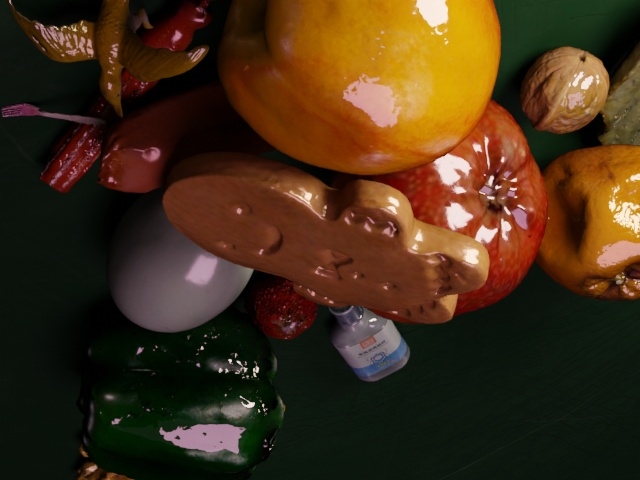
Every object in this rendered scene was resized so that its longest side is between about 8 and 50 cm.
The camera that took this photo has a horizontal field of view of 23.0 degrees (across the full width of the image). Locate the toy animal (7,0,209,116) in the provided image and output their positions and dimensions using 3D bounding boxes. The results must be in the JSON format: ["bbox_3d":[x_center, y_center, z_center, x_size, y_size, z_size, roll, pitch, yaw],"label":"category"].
[{"bbox_3d":[-0.203,-0.202,1.628,0.219,0.095,0.155,13,148,15],"label":"toy animal"}]

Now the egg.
[{"bbox_3d":[-0.168,0.018,1.885,0.168,0.168,0.231,6,144,-35],"label":"egg"}]

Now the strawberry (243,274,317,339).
[{"bbox_3d":[-0.048,0.091,2.116,0.106,0.106,0.106,-15,144,-11],"label":"strawberry"}]

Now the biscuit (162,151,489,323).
[{"bbox_3d":[-0.001,0.002,1.702,0.355,0.052,0.275,20,153,-10],"label":"biscuit"}]

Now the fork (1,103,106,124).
[{"bbox_3d":[-0.291,-0.137,1.722,0.115,0.012,0.016,6,141,0],"label":"fork"}]

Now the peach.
[{"bbox_3d":[0.055,-0.209,1.616,0.308,0.289,0.289,12,133,-27],"label":"peach"}]

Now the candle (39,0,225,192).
[{"bbox_3d":[-0.212,-0.168,1.722,0.051,0.048,0.329,40,120,-7],"label":"candle"}]

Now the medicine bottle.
[{"bbox_3d":[0.063,0.135,2.269,0.090,0.053,0.208,-27,145,5],"label":"medicine bottle"}]

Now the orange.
[{"bbox_3d":[0.401,-0.013,2.109,0.249,0.183,0.249,3,160,1],"label":"orange"}]

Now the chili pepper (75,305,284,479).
[{"bbox_3d":[-0.192,0.207,2.075,0.257,0.233,0.248,3,133,-19],"label":"chili pepper"}]

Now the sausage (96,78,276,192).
[{"bbox_3d":[-0.094,-0.138,1.757,0.348,0.094,0.097,-18,152,-21],"label":"sausage"}]

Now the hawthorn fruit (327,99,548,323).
[{"bbox_3d":[0.128,-0.027,1.911,0.275,0.275,0.300,7,144,-36],"label":"hawthorn fruit"}]

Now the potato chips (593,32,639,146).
[{"bbox_3d":[0.514,-0.220,2.043,0.359,0.070,0.429,-11,145,-22],"label":"potato chips"}]

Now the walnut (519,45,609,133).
[{"bbox_3d":[0.299,-0.183,1.944,0.105,0.105,0.124,2,138,-32],"label":"walnut"}]

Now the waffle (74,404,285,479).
[{"bbox_3d":[-0.211,0.304,2.336,0.307,0.060,0.312,0,139,-26],"label":"waffle"}]
